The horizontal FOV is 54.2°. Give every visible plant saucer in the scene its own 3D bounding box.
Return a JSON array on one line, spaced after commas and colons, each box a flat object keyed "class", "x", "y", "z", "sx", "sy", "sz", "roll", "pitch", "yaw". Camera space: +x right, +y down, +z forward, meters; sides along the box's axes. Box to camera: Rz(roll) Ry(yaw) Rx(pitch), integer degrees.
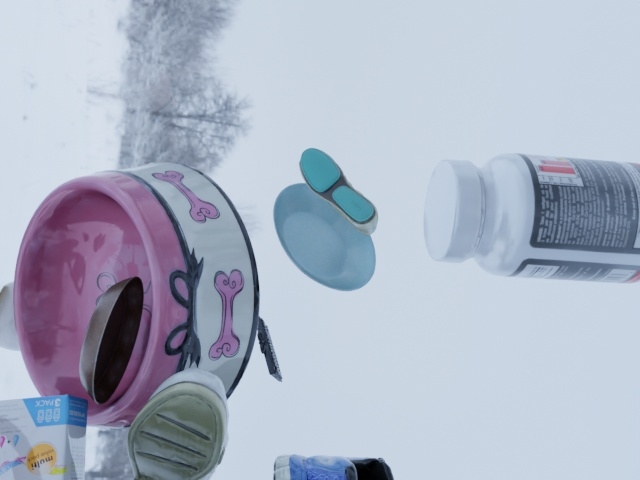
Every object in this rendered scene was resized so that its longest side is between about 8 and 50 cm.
[{"class": "plant saucer", "x": -0.272, "y": 0.126, "z": 0.811, "sx": 0.168, "sy": 0.029, "sz": 0.168, "roll": -167, "pitch": -90, "yaw": -89}, {"class": "plant saucer", "x": 0.000, "y": 0.000, "z": 0.971, "sx": 0.037, "sy": 0.195, "sz": 0.195, "roll": -41, "pitch": -139, "yaw": 39}]

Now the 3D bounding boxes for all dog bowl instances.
[{"class": "dog bowl", "x": -0.287, "y": 0.081, "z": 0.902, "sx": 0.408, "sy": 0.150, "sz": 0.408, "roll": 0, "pitch": -91, "yaw": 35}]

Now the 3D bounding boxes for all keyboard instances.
[{"class": "keyboard", "x": -0.144, "y": 0.292, "z": 1.715, "sx": 0.108, "sy": 0.023, "sz": 0.180, "roll": 57, "pitch": 9, "yaw": -55}]

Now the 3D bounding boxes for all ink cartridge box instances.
[{"class": "ink cartridge box", "x": -0.341, "y": 0.282, "z": 0.741, "sx": 0.061, "sy": 0.104, "sz": 0.181, "roll": 80, "pitch": 4, "yaw": -69}]

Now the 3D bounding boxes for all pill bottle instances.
[{"class": "pill bottle", "x": 0.375, "y": -0.039, "z": 1.060, "sx": 0.210, "sy": 0.363, "sz": 0.210, "roll": -176, "pitch": -90, "yaw": -83}]

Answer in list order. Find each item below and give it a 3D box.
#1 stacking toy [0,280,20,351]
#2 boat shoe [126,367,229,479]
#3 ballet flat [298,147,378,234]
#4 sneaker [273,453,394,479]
[{"class": "stacking toy", "x": -0.641, "y": 0.056, "z": 0.973, "sx": 0.350, "sy": 0.480, "sz": 0.351, "roll": -41, "pitch": -149, "yaw": 32}, {"class": "boat shoe", "x": -0.174, "y": 0.251, "z": 0.788, "sx": 0.103, "sy": 0.113, "sz": 0.302, "roll": -66, "pitch": 180, "yaw": -53}, {"class": "ballet flat", "x": 0.024, "y": -0.068, "z": 0.920, "sx": 0.168, "sy": 0.057, "sz": 0.052, "roll": 52, "pitch": -7, "yaw": 28}, {"class": "sneaker", "x": 0.047, "y": 0.400, "z": 0.936, "sx": 0.330, "sy": 0.147, "sz": 0.130, "roll": 57, "pitch": 27, "yaw": -55}]
